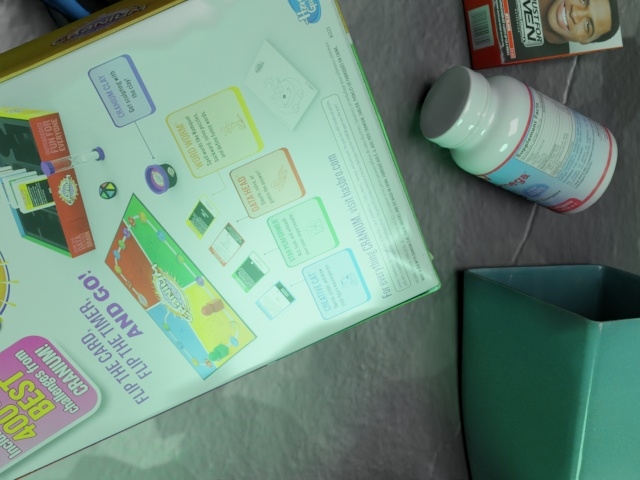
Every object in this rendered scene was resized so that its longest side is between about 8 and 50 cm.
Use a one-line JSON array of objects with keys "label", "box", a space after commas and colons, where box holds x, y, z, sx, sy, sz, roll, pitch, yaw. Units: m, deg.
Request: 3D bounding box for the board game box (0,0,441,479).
[{"label": "board game box", "box": [-0.111, -0.014, 0.557, 0.317, 0.064, 0.242, -24, 118, -2]}]

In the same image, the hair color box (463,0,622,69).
[{"label": "hair color box", "box": [0.199, -0.196, 0.806, 0.141, 0.043, 0.071, -14, 98, -27]}]

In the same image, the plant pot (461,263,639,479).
[{"label": "plant pot", "box": [0.222, 0.153, 0.778, 0.166, 0.166, 0.234, -1, 103, -27]}]

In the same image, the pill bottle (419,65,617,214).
[{"label": "pill bottle", "box": [0.167, -0.087, 0.771, 0.160, 0.087, 0.087, 21, 83, -26]}]

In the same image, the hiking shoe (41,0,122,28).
[{"label": "hiking shoe", "box": [-0.186, -0.219, 0.557, 0.304, 0.132, 0.113, 32, 78, -25]}]

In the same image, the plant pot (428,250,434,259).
[{"label": "plant pot", "box": [0.000, 0.000, 0.686, 0.096, 0.109, 0.109, -45, 111, -4]}]
